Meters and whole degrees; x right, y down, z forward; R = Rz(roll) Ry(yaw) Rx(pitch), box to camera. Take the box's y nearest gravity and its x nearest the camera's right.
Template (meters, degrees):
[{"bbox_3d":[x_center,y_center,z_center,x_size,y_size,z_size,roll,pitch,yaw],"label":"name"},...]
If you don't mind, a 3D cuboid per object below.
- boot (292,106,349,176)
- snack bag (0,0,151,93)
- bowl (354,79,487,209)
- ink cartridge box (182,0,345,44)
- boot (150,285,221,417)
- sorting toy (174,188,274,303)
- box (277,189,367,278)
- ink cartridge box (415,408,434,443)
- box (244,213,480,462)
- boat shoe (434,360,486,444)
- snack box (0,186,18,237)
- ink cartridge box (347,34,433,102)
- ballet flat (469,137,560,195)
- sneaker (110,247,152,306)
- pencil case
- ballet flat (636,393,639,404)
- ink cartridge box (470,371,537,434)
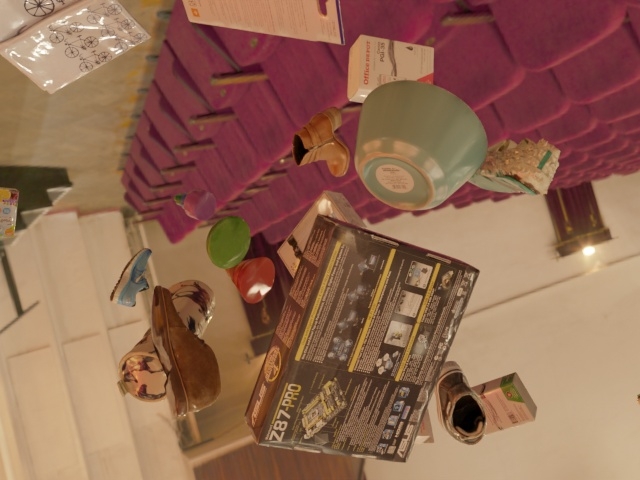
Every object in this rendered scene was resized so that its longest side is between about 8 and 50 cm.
[{"bbox_3d":[0.001,-0.311,1.983,0.109,0.284,0.220,25,-131,28],"label":"boot"},{"bbox_3d":[-0.615,-0.506,1.270,0.322,0.037,0.342,-24,153,8],"label":"snack bag"},{"bbox_3d":[0.202,-0.185,1.260,0.311,0.311,0.163,-18,-143,54],"label":"bowl"},{"bbox_3d":[-0.114,-0.469,1.009,0.370,0.176,0.069,21,-125,27],"label":"ink cartridge box"},{"bbox_3d":[-0.318,0.244,1.291,0.115,0.306,0.112,-10,160,-29],"label":"boot"},{"bbox_3d":[-0.244,0.007,1.349,0.126,0.366,0.127,17,-120,38],"label":"sorting toy"},{"bbox_3d":[0.000,0.000,1.807,0.087,0.169,0.290,4,134,-48],"label":"box"},{"bbox_3d":[0.236,0.512,1.588,0.198,0.115,0.067,6,140,-14],"label":"ink cartridge box"},{"bbox_3d":[0.078,0.186,0.994,0.318,0.395,0.097,16,-173,-27],"label":"box"},{"bbox_3d":[0.358,0.446,1.411,0.121,0.335,0.119,-27,-142,5],"label":"boat shoe"},{"bbox_3d":[-0.939,-0.083,1.617,0.100,0.141,0.037,4,-170,-42],"label":"snack box"},{"bbox_3d":[0.250,-0.593,1.988,0.282,0.208,0.117,5,173,-14],"label":"ink cartridge box"},{"bbox_3d":[0.473,-0.187,1.384,0.146,0.147,0.409,-15,-170,-3],"label":"ballet flat"},{"bbox_3d":[-0.457,0.094,1.387,0.073,0.162,0.063,32,150,-22],"label":"sneaker"},{"bbox_3d":[-0.437,0.280,1.611,0.183,0.160,0.410,-28,-160,18],"label":"pencil case"},{"bbox_3d":[0.808,0.337,1.271,0.168,0.052,0.057,-39,154,17],"label":"ballet flat"},{"bbox_3d":[0.612,0.566,1.924,0.208,0.153,0.087,-30,-178,31],"label":"ink cartridge box"}]
